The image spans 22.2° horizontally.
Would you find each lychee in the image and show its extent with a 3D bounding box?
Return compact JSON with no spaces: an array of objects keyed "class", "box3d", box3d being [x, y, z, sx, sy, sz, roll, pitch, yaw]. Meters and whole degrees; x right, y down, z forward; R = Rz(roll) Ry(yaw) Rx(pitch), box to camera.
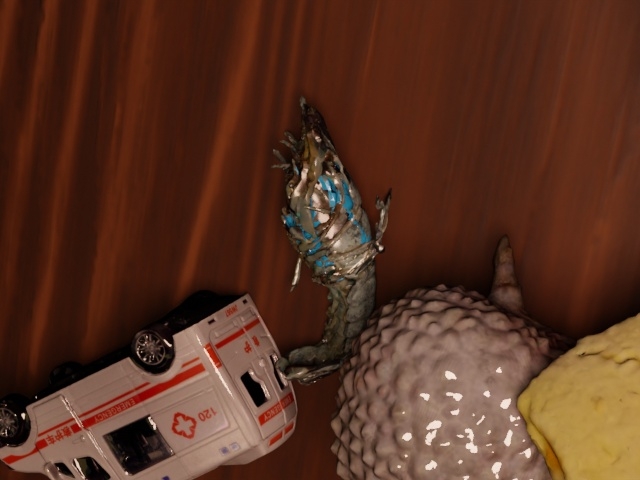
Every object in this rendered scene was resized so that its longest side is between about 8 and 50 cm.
[{"class":"lychee","box3d":[0.089,0.093,0.909,0.165,0.165,0.197,20,83,22]}]

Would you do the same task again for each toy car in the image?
[{"class":"toy car","box3d":[-0.119,0.115,1.064,0.210,0.089,0.108,-26,94,27]}]

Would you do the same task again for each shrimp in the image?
[{"class":"shrimp","box3d":[0.004,0.001,0.997,0.082,0.076,0.174,-143,49,-62]}]

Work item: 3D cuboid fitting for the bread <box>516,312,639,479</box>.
[{"class":"bread","box3d":[0.237,0.103,0.838,0.240,0.135,0.178,-25,56,-6]}]
